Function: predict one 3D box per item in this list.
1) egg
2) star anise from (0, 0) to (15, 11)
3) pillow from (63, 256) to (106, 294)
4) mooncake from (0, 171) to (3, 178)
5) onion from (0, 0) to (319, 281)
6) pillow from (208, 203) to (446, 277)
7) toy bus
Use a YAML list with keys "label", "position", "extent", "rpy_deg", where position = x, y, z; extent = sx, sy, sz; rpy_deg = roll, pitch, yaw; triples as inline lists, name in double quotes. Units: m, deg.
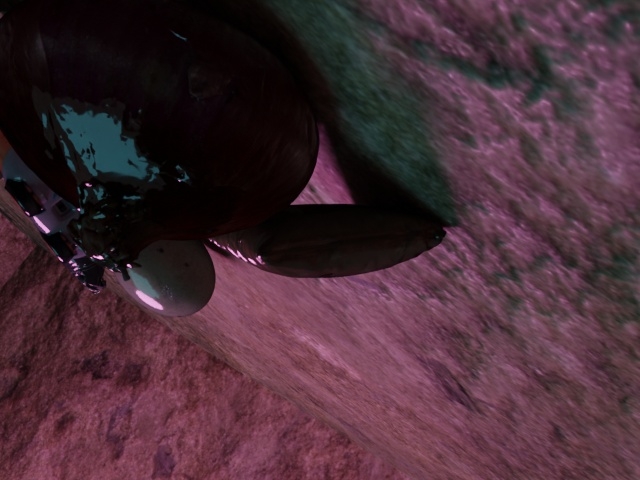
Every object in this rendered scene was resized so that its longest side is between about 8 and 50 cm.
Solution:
- label: "egg"
  position: [-0.303, 0.042, 2.073]
  extent: [0.236, 0.169, 0.169]
  rpy_deg: [48, 165, -6]
- label: "star anise"
  position: [-0.504, -0.362, 1.463]
  extent: [0.182, 0.065, 0.195]
  rpy_deg: [34, 175, 30]
- label: "pillow"
  position: [-0.469, -0.060, 2.053]
  extent: [0.161, 0.092, 0.335]
  rpy_deg: [57, -169, -68]
- label: "mooncake"
  position: [-0.607, -0.170, 2.131]
  extent: [0.104, 0.175, 0.168]
  rpy_deg: [29, 138, 28]
- label: "onion"
  position: [-0.181, -0.096, 1.105]
  extent: [0.347, 0.285, 0.347]
  rpy_deg: [16, 160, 6]
- label: "pillow"
  position: [0.000, 0.000, 1.241]
  extent: [0.223, 0.084, 0.236]
  rpy_deg: [-1, -179, -19]
- label: "toy bus"
  position: [-0.445, -0.119, 1.859]
  extent: [0.232, 0.194, 0.288]
  rpy_deg: [40, 164, 33]
